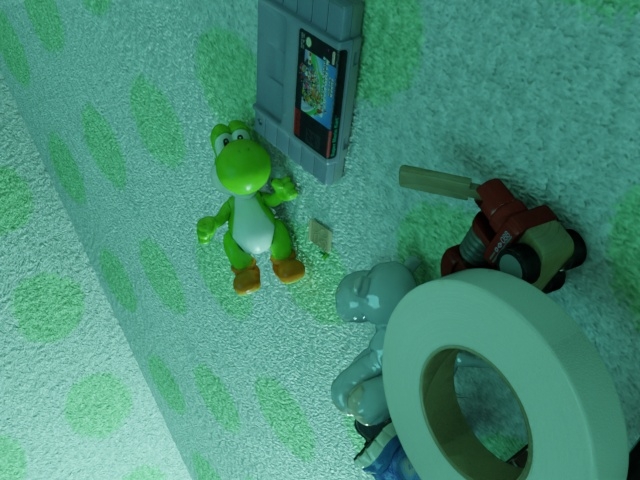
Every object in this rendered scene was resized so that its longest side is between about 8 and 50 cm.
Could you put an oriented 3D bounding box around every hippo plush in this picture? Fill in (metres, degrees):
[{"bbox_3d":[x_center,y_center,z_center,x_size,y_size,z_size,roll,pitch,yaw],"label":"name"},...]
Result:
[{"bbox_3d":[0.107,0.166,1.290,0.294,0.234,0.236,-10,106,58],"label":"hippo plush"}]

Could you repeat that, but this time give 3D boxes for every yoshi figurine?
[{"bbox_3d":[-0.148,-0.066,1.540,0.203,0.203,0.362,0,113,38],"label":"yoshi figurine"}]

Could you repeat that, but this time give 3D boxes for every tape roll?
[{"bbox_3d":[0.232,0.234,1.015,0.392,0.072,0.392,27,124,49],"label":"tape roll"}]

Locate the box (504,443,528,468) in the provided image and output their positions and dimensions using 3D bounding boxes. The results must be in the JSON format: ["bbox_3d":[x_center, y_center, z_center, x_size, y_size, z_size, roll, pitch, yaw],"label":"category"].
[{"bbox_3d":[0.355,0.483,1.277,0.191,0.143,0.381,50,148,19],"label":"box"}]

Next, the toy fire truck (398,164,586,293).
[{"bbox_3d":[0.225,-0.003,1.092,0.246,0.159,0.217,60,151,27],"label":"toy fire truck"}]

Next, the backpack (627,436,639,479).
[{"bbox_3d":[0.468,0.324,0.936,0.166,0.188,0.144,21,130,46],"label":"backpack"}]

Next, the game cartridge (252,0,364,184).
[{"bbox_3d":[-0.032,-0.292,1.304,0.230,0.068,0.355,44,145,34],"label":"game cartridge"}]

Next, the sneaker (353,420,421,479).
[{"bbox_3d":[0.187,0.392,1.293,0.130,0.330,0.147,-50,64,20],"label":"sneaker"}]

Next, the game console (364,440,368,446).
[{"bbox_3d":[0.147,0.425,1.649,0.107,0.071,0.122,29,147,-5],"label":"game console"}]

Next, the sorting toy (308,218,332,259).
[{"bbox_3d":[0.000,0.000,1.526,0.062,0.012,0.083,31,134,33],"label":"sorting toy"}]

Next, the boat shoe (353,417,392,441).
[{"bbox_3d":[0.164,0.415,1.511,0.255,0.079,0.095,21,111,36],"label":"boat shoe"}]
